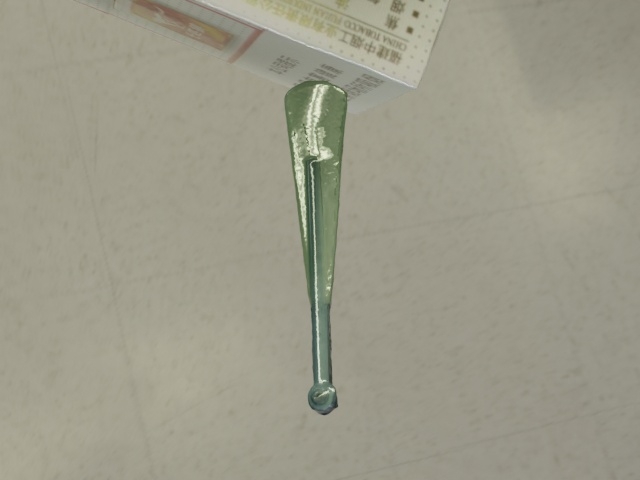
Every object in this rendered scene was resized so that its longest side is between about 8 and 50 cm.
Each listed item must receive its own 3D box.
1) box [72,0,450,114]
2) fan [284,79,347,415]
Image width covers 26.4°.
[{"bbox_3d":[-0.084,-0.207,1.074,0.330,0.210,0.095,22,86,-10],"label":"box"},{"bbox_3d":[0.000,0.000,0.751,0.038,0.016,0.193,-7,70,12],"label":"fan"}]
